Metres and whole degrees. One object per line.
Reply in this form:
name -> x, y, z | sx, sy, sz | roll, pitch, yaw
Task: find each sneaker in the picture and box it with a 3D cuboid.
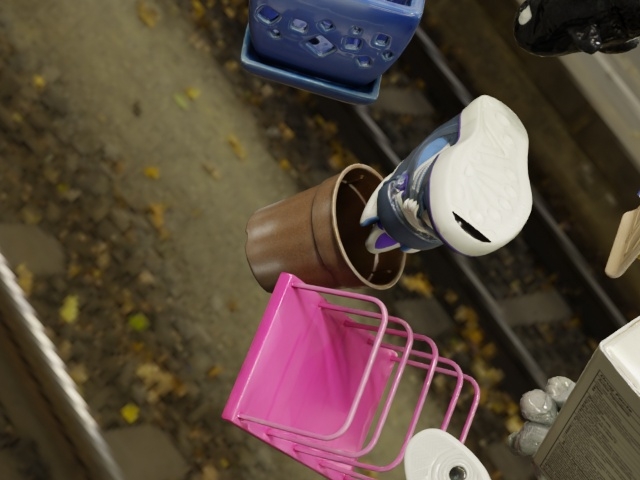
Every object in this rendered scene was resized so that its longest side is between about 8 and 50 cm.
sneaker -> 0.161, 0.294, 1.476 | 0.217, 0.079, 0.121 | 53, -3, 25
sneaker -> 0.139, -0.026, 1.819 | 0.130, 0.236, 0.323 | 38, 33, -11

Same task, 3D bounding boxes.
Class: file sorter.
file sorter -> 0.055, 0.202, 1.907 | 0.290, 0.182, 0.202 | 39, 68, -49

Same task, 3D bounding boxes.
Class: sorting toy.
sorting toy -> 0.547, -0.048, 2.374 | 0.038, 0.208, 0.193 | 35, 40, -3

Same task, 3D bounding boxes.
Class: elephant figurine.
elephant figurine -> 0.368, 0.320, 2.192 | 0.239, 0.169, 0.186 | 85, 8, -52

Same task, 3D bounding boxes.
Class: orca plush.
orca plush -> 0.345, -0.244, 1.726 | 0.102, 0.287, 0.151 | -66, 147, -30

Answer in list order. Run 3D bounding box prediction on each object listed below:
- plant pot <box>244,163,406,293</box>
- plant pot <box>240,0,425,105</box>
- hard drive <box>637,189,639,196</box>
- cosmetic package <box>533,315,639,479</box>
plant pot -> 0.000, 0.000, 1.943 | 0.167, 0.165, 0.167 | 28, 55, -48
plant pot -> 0.012, -0.335, 2.069 | 0.236, 0.212, 0.236 | 16, 46, -7
hard drive -> 0.604, -0.153, 2.031 | 0.210, 0.319, 0.040 | 22, 19, -30
cosmetic package -> 0.331, 0.188, 1.458 | 0.153, 0.129, 0.296 | 52, -21, 19
